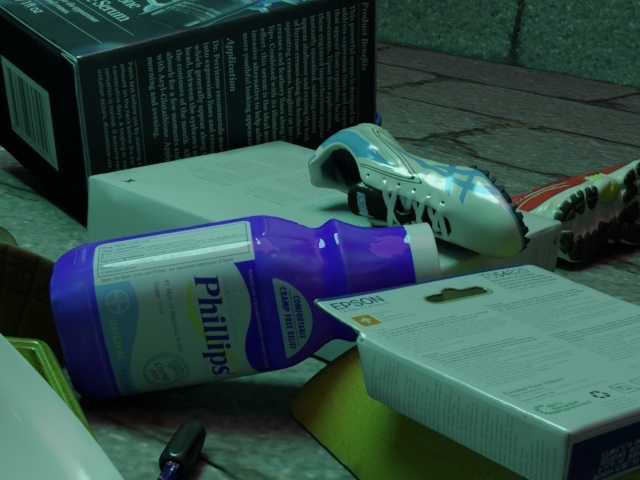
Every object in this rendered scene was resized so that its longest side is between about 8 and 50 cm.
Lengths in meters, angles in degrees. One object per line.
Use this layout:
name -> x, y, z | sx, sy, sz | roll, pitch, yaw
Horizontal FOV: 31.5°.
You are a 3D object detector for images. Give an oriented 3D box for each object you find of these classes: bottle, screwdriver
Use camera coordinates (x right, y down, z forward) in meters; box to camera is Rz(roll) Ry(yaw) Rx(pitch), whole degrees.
bottle -> -0.052, 0.042, 0.849 | 0.283, 0.118, 0.092 | -9, 29, -2
screwdriver -> -0.106, 0.162, 0.711 | 0.025, 0.024, 0.170 | -20, 16, 22

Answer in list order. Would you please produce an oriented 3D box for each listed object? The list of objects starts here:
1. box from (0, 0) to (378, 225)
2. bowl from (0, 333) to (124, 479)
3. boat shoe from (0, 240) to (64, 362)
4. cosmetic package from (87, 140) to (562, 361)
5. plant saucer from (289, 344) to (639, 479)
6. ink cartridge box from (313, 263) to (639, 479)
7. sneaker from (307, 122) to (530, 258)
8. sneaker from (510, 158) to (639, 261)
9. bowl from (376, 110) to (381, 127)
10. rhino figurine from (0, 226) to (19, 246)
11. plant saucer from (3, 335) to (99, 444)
box -> -0.170, -0.211, 1.369 | 0.395, 0.212, 0.293 | -21, 37, -31
bowl -> -0.215, 0.111, 0.539 | 0.134, 0.298, 0.298 | -43, 29, -4
boat shoe -> -0.314, 0.037, 0.863 | 0.285, 0.104, 0.089 | 12, 1, -29
cosmetic package -> 0.000, 0.000, 1.116 | 0.377, 0.097, 0.284 | 19, 21, 36
plant saucer -> 0.195, 0.128, 0.799 | 0.332, 0.081, 0.333 | -4, 20, -29
ink cartridge box -> 0.144, 0.078, 0.734 | 0.223, 0.045, 0.224 | -8, 21, -37
sneaker -> 0.083, -0.034, 0.996 | 0.086, 0.085, 0.237 | -36, 42, -24
sneaker -> 0.314, -0.045, 1.353 | 0.118, 0.107, 0.279 | 9, 13, 44
bowl -> -0.095, -0.165, 1.646 | 0.391, 0.077, 0.391 | 5, 18, -2
rhino figurine -> -0.362, 0.030, 0.955 | 0.243, 0.073, 0.106 | -14, 23, -43
plant saucer -> -0.238, 0.104, 0.745 | 0.188, 0.045, 0.188 | 9, 14, -27
